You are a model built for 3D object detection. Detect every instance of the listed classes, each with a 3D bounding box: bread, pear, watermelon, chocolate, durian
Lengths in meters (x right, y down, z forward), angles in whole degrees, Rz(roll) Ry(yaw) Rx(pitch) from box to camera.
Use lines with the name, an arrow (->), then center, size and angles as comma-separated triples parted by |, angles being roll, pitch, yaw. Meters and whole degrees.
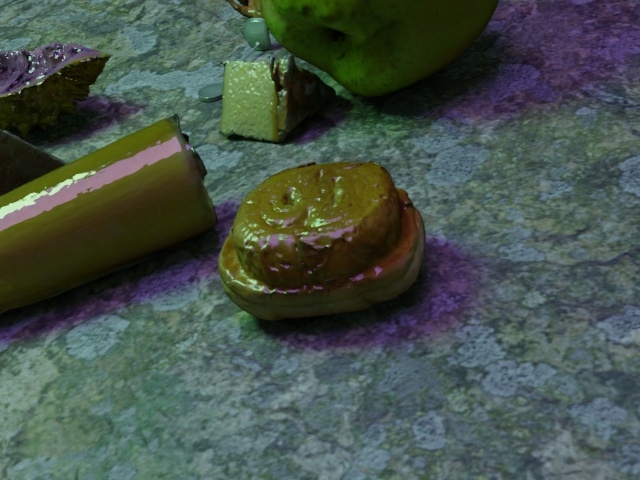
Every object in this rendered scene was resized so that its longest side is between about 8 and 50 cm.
bread -> -0.065, -0.209, 1.651 | 0.147, 0.127, 0.152 | 7, 5, 33
pear -> 0.077, -0.395, 1.603 | 0.391, 0.391, 0.391 | -10, 33, 7
bread -> -0.001, 0.002, 1.249 | 0.236, 0.120, 0.198 | -8, 35, 11
watermelon -> -0.480, -0.114, 1.543 | 0.213, 0.201, 0.262 | 22, 40, 33
chocolate -> -0.347, -0.002, 1.383 | 0.445, 0.162, 0.162 | -25, 34, -8
durian -> -0.493, -0.237, 1.826 | 0.341, 0.112, 0.191 | 6, 46, 42

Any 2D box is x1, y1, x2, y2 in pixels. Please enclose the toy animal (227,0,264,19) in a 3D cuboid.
toy animal -> -0.094, -0.413, 1.958 | 0.114, 0.116, 0.255 | -33, 35, 15

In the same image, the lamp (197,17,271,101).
lamp -> -0.144, -0.296, 1.825 | 0.050, 0.056, 0.198 | 8, 42, 26
